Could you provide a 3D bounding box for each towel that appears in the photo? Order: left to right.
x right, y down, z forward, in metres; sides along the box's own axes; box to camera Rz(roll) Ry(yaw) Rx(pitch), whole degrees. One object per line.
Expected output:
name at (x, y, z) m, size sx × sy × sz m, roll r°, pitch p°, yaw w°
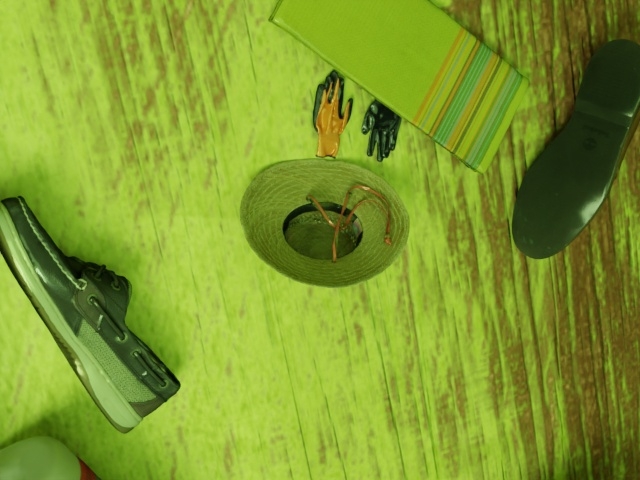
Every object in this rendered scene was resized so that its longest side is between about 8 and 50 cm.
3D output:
towel at (0.073, -0.159, 0.820) m, size 0.237 × 0.021 × 0.102 m, roll 32°, pitch 78°, yaw -22°

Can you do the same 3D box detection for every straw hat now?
straw hat at (0.000, 0.000, 0.814) m, size 0.145 × 0.144 × 0.061 m, roll -6°, pitch 146°, yaw -17°

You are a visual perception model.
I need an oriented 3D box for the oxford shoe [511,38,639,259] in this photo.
oxford shoe at (0.249, -0.076, 0.884) m, size 0.076 × 0.076 × 0.212 m, roll 0°, pitch 121°, yaw -60°

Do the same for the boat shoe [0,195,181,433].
boat shoe at (-0.184, 0.052, 0.763) m, size 0.073 × 0.080 × 0.223 m, roll -32°, pitch 117°, yaw -15°

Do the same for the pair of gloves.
pair of gloves at (0.032, -0.106, 0.829) m, size 0.083 × 0.010 × 0.074 m, roll 2°, pitch 102°, yaw -22°

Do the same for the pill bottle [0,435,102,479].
pill bottle at (-0.177, 0.324, 0.779) m, size 0.176 × 0.176 × 0.318 m, roll -40°, pitch 113°, yaw -6°
